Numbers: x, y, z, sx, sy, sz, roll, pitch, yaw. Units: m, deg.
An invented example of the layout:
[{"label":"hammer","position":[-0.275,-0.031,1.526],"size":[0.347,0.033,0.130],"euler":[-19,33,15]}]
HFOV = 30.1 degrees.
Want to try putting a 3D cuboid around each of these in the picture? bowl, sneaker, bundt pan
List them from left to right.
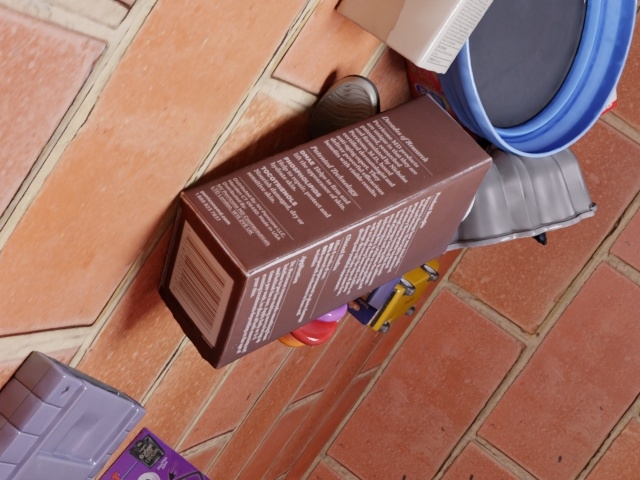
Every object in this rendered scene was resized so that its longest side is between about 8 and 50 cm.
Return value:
[{"label":"sneaker","position":[0.041,-0.158,1.560],"size":[0.222,0.083,0.118],"euler":[105,10,-52]},{"label":"bundt pan","position":[0.237,-0.077,1.763],"size":[0.331,0.331,0.124],"euler":[-25,107,-65]},{"label":"bowl","position":[0.290,-0.309,1.597],"size":[0.391,0.077,0.391],"euler":[-16,113,-42]}]

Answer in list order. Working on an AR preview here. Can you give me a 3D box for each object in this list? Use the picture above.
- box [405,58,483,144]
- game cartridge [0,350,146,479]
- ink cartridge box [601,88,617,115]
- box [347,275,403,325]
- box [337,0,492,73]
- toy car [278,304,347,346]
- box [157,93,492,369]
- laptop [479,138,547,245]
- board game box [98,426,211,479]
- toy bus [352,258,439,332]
[{"label":"box","position":[0.216,-0.251,1.782],"size":[0.122,0.128,0.257],"euler":[-54,168,-4]},{"label":"game cartridge","position":[-0.322,0.255,1.355],"size":[0.230,0.068,0.355],"euler":[-56,168,-8]},{"label":"ink cartridge box","position":[0.396,-0.240,1.901],"size":[0.134,0.078,0.231],"euler":[-32,152,2]},{"label":"box","position":[0.105,0.031,2.139],"size":[0.036,0.136,0.225],"euler":[32,94,-37]},{"label":"box","position":[0.165,-0.353,1.348],"size":[0.311,0.121,0.148],"euler":[-57,167,12]},{"label":"toy car","position":[-0.015,0.076,1.691],"size":[0.159,0.136,0.182],"euler":[8,128,-27]},{"label":"box","position":[0.007,-0.019,1.422],"size":[0.381,0.143,0.191],"euler":[-23,151,-33]},{"label":"laptop","position":[0.341,-0.167,2.020],"size":[0.136,0.264,0.234],"euler":[-28,129,-14]},{"label":"board game box","position":[-0.284,0.464,1.694],"size":[0.347,0.208,0.056],"euler":[-50,164,-19]},{"label":"toy bus","position":[0.143,0.084,2.397],"size":[0.108,0.130,0.333],"euler":[-57,167,18]}]
